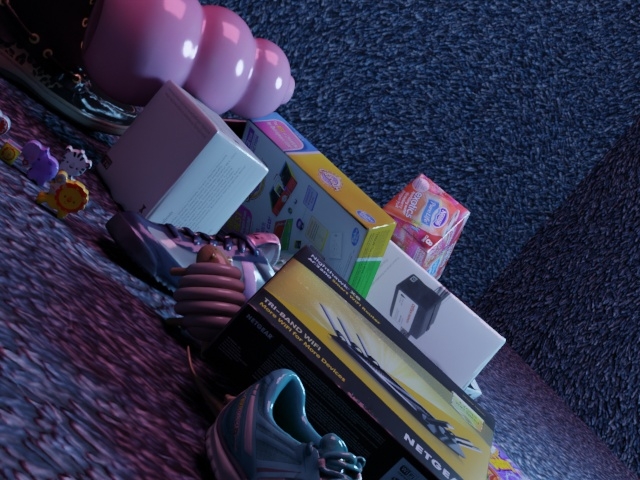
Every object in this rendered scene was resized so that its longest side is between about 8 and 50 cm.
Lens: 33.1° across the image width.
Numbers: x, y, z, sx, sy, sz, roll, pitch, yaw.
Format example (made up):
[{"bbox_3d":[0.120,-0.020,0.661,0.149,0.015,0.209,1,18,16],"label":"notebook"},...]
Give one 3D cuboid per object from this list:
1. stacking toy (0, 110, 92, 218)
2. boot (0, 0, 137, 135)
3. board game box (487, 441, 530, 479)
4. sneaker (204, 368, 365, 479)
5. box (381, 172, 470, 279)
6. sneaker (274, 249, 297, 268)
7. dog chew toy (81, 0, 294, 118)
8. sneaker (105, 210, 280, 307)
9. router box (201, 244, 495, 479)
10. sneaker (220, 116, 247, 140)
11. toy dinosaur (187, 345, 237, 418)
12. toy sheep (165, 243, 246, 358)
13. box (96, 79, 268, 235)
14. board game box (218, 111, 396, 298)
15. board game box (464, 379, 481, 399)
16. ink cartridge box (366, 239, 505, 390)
[{"bbox_3d":[-0.376,-0.123,1.317,0.221,0.052,0.167,37,7,-17],"label":"stacking toy"},{"bbox_3d":[-0.391,-0.362,1.759,0.377,0.284,0.138,34,8,-35],"label":"boot"},{"bbox_3d":[0.209,0.341,1.412,0.233,0.078,0.347,44,8,29],"label":"board game box"},{"bbox_3d":[-0.010,0.216,0.885,0.107,0.110,0.275,29,18,-46],"label":"sneaker"},{"bbox_3d":[0.167,0.012,2.009,0.122,0.128,0.257,41,-28,15],"label":"box"},{"bbox_3d":[-0.087,0.047,1.625,0.151,0.094,0.256,34,8,-23],"label":"sneaker"},{"bbox_3d":[-0.196,-0.284,1.685,0.332,0.206,0.206,17,16,-23],"label":"dog chew toy"},{"bbox_3d":[-0.129,0.021,1.396,0.319,0.131,0.112,34,10,-40],"label":"sneaker"},{"bbox_3d":[0.044,0.160,1.152,0.309,0.081,0.243,43,18,0],"label":"router box"},{"bbox_3d":[-0.115,-0.123,2.081,0.483,0.202,0.185,37,8,-27],"label":"sneaker"},{"bbox_3d":[-0.084,0.180,1.054,0.183,0.053,0.092,42,-7,7],"label":"toy dinosaur"},{"bbox_3d":[-0.128,0.069,1.228,0.091,0.132,0.091,1,-8,0],"label":"toy sheep"},{"bbox_3d":[-0.204,-0.104,1.572,0.119,0.182,0.181,34,10,-45],"label":"box"},{"bbox_3d":[-0.035,-0.024,1.761,0.064,0.242,0.316,-15,48,-40],"label":"board game box"},{"bbox_3d":[0.208,0.176,2.174,0.193,0.053,0.305,29,32,-59],"label":"board game box"},{"bbox_3d":[0.150,0.141,1.878,0.307,0.129,0.223,42,-16,12],"label":"ink cartridge box"}]
